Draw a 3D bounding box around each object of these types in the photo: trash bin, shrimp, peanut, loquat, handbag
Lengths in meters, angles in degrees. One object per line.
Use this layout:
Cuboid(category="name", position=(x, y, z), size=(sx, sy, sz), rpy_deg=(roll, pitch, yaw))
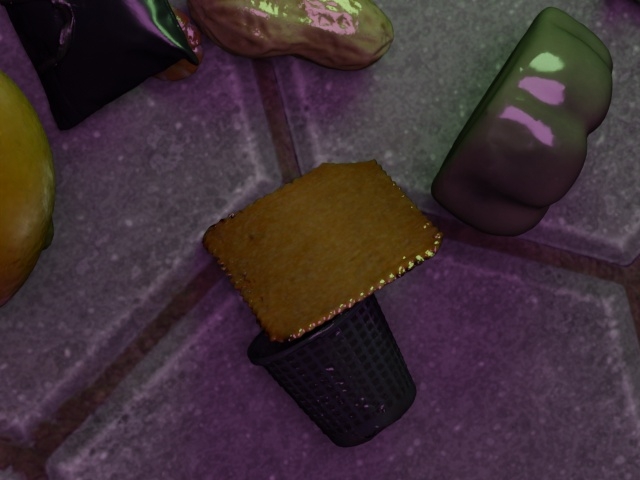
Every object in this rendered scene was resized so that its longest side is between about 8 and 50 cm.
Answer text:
Cuboid(category="trash bin", position=(0.029, 0.149, 1.793), size=(0.175, 0.175, 0.161), rpy_deg=(-36, 104, -7))
Cuboid(category="shrimp", position=(-0.217, -0.267, 1.821), size=(0.184, 0.043, 0.091), rpy_deg=(47, 113, 3))
Cuboid(category="peanut", position=(-0.037, -0.264, 1.812), size=(0.257, 0.123, 0.123), rpy_deg=(14, 86, -8))
Cuboid(category="loquat", position=(-0.433, -0.047, 1.672), size=(0.328, 0.359, 0.328), rpy_deg=(-11, 69, 32))
Cuboid(category="handbag", position=(-0.281, -0.279, 1.771), size=(0.211, 0.089, 0.254), rpy_deg=(-23, 94, 22))

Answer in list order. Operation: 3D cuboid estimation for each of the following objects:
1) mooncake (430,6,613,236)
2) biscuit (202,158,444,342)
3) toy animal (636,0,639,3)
Cuboid(category="mooncake", position=(0.244, -0.133, 1.776), size=(0.135, 0.275, 0.275), rpy_deg=(30, 84, -2))
Cuboid(category="biscuit", position=(0.000, 0.000, 1.781), size=(0.237, 0.232, 0.013), rpy_deg=(-30, 135, -9))
Cuboid(category="toy animal", position=(0.470, -0.329, 1.909), size=(0.217, 0.073, 0.176), rpy_deg=(-33, 78, -12))
